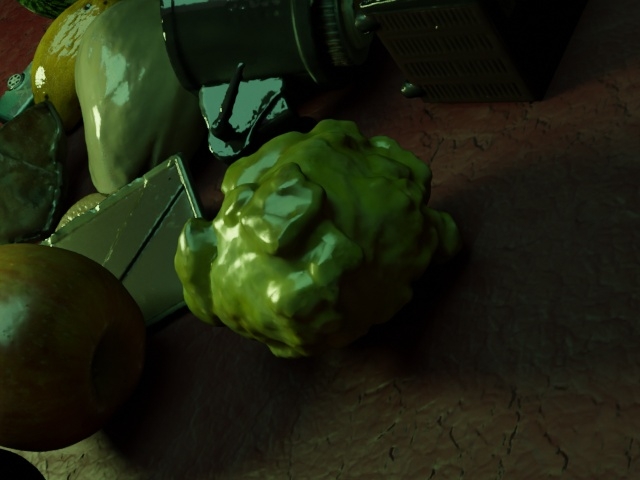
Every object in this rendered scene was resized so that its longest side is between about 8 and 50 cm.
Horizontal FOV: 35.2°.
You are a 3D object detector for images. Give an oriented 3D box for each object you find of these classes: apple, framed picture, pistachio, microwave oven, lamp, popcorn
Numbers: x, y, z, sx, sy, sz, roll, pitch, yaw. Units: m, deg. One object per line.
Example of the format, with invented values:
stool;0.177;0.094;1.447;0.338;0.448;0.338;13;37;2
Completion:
apple;-0.342;0.125;1.174;0.241;0.242;0.242;6;57;24
framed picture;-0.260;0.034;1.312;0.281;0.019;0.209;-29;64;17
pistachio;-0.261;-0.206;1.463;0.226;0.208;0.331;-26;56;37
microwave oven;0.183;-0.302;1.156;0.178;0.188;0.247;3;57;45
lamp;-0.067;-0.302;1.328;0.272;0.205;0.374;-22;72;13
popcorn;0.000;0.000;1.025;0.250;0.235;0.242;-25;36;-36

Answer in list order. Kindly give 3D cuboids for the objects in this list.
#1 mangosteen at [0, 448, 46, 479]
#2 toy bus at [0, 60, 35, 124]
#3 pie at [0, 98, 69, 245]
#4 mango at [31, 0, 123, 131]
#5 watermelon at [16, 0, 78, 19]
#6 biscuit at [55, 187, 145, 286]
mangosteen;-0.380;0.317;1.080;0.210;0.210;0.210;-25;41;23
toy bus;-0.489;-0.305;1.864;0.109;0.091;0.261;24;73;40
pie;-0.545;-0.118;1.550;0.075;0.337;0.337;-29;32;58
mango;-0.415;-0.318;1.763;0.262;0.157;0.109;-60;2;-7
watermelon;-0.506;-0.575;1.972;0.285;0.285;0.285;-25;41;23
biscuit;-0.286;0.006;1.376;0.170;0.050;0.170;-8;71;25
